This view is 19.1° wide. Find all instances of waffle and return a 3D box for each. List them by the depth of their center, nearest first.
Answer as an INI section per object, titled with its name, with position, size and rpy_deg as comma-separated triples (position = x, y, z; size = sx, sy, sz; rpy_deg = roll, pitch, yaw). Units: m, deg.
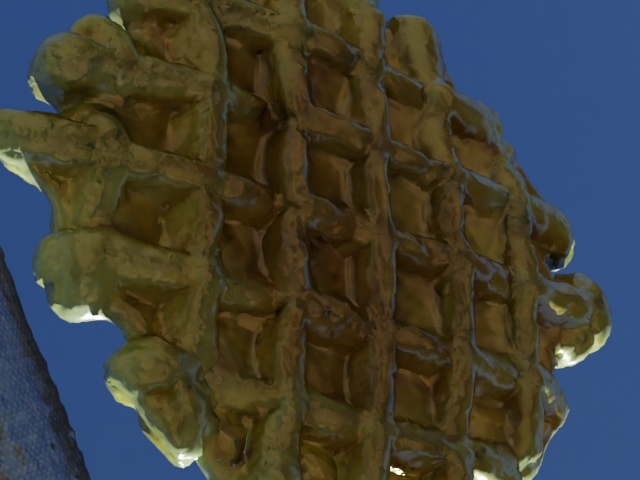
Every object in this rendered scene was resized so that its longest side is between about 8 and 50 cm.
[waffle]
position = 0.000, 0.000, 0.528
size = 0.183, 0.036, 0.169
rpy_deg = 51, -132, -4

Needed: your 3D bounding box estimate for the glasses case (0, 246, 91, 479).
[glasses case]
position = -0.102, 0.030, 0.365
size = 0.109, 0.067, 0.282
rpy_deg = -15, -100, -59
